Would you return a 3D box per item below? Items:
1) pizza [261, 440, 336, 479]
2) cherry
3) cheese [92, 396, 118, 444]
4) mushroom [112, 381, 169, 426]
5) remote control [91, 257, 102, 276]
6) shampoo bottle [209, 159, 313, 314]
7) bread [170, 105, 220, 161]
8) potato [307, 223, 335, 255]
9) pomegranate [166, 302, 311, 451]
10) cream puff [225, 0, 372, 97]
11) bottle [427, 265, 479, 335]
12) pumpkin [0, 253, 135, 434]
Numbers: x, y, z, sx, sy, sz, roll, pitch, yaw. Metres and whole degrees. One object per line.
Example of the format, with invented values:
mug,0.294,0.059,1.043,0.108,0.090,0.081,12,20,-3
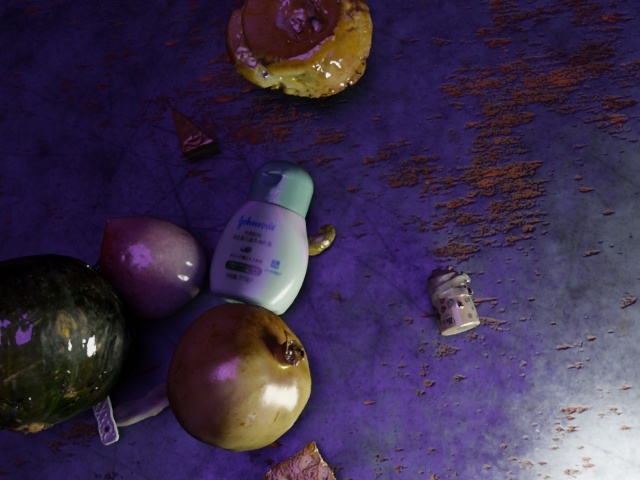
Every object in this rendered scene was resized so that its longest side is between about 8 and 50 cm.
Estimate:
pizza,-0.034,0.514,1.476,0.182,0.062,0.161,13,85,15
cherry,-0.382,0.058,1.538,0.239,0.239,0.206,-34,51,-2
cheese,-0.511,0.342,1.572,0.127,0.050,0.255,-24,70,0
mushroom,-0.387,0.374,1.560,0.202,0.054,0.059,-26,54,5
remote control,-0.521,0.087,1.637,0.090,0.066,0.266,40,84,11
shampoo bottle,-0.119,-0.017,1.567,0.222,0.151,0.349,12,77,23
bread,-0.313,-0.277,1.698,0.084,0.074,0.139,-19,73,2
potato,0.000,0.000,1.603,0.092,0.045,0.046,-41,36,-6
pomegranate,-0.163,0.278,1.423,0.319,0.319,0.319,-2,76,7
cream puff,-0.044,-0.479,1.630,0.343,0.231,0.327,-35,73,1
bottle,0.289,0.126,1.511,0.099,0.099,0.152,-15,71,3
pumpkin,-0.599,0.213,1.369,0.454,0.454,0.344,-17,80,3
